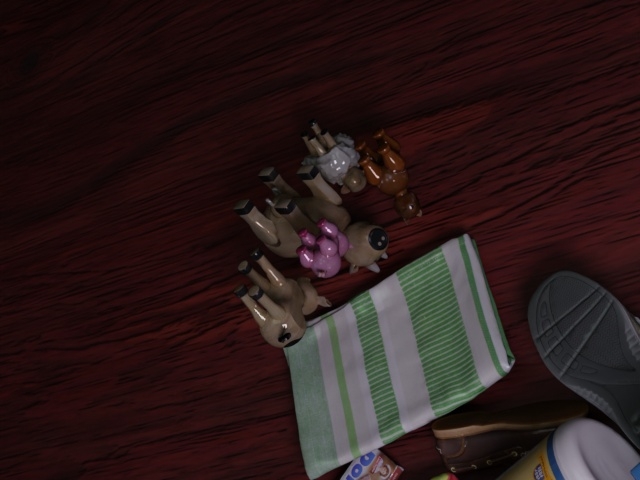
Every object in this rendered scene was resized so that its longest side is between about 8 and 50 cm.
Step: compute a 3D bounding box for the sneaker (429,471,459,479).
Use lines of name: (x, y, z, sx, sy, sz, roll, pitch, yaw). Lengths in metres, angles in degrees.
sneaker: (0.175, 0.368, 1.326, 0.094, 0.081, 0.208, -41, 51, 8)

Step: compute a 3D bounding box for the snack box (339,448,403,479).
snack box: (0.037, 0.360, 1.461, 0.064, 0.022, 0.178, 34, 89, 41)

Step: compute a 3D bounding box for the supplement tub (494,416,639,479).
supplement tub: (0.265, 0.309, 1.229, 0.200, 0.144, 0.144, -49, 47, 30)

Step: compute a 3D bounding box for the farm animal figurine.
farm animal figurine: (0.000, 0.000, 1.570, 0.330, 0.172, 0.326, -46, 30, -10)

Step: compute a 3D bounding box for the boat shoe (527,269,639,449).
boat shoe: (0.365, 0.160, 1.297, 0.118, 0.103, 0.320, -48, 46, 7)

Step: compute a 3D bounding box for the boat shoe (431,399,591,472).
boat shoe: (0.241, 0.246, 1.355, 0.206, 0.073, 0.073, -13, 98, 32)

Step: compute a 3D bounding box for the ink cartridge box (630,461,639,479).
ink cartridge box: (0.490, 0.240, 1.046, 0.270, 0.197, 0.198, -41, 31, -1)

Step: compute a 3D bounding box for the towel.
towel: (0.096, 0.153, 1.494, 0.324, 0.038, 0.248, -30, 47, 19)
